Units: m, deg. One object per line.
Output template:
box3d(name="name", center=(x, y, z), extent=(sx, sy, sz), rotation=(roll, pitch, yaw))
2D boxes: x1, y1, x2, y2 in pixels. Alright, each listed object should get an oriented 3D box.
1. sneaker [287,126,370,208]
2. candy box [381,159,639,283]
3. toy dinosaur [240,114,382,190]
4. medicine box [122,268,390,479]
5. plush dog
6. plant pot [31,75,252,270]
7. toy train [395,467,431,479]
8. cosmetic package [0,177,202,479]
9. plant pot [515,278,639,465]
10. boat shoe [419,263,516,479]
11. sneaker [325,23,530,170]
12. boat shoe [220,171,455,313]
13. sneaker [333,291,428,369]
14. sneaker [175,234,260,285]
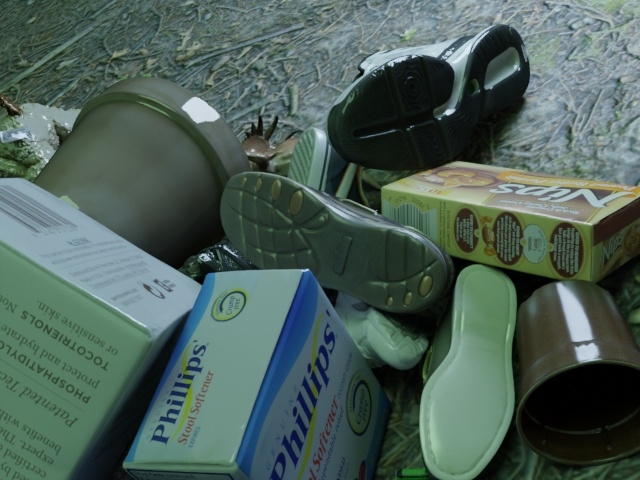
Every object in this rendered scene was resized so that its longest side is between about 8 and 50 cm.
box3d(name="sneaker", center=(0.000, 0.000, 1.445), extent=(0.126, 0.127, 0.321), rotation=(0, 74, 64))
box3d(name="candy box", center=(0.260, -0.033, 1.303), extent=(0.316, 0.087, 0.183), rotation=(14, 25, 38))
box3d(name="toy dinosaur", center=(-0.039, -0.139, 1.626), extent=(0.296, 0.127, 0.200), rotation=(-2, 25, 14))
box3d(name="medicine box", center=(-0.056, 0.222, 1.129), extent=(0.149, 0.289, 0.263), rotation=(-4, 47, 27))
box3d(name="plush dog", center=(-0.622, -0.177, 1.971), extent=(0.225, 0.211, 0.262), rotation=(-35, 30, 37))
box3d(name="plant pot", center=(-0.308, -0.053, 1.478), extent=(0.323, 0.323, 0.280), rotation=(1, 30, 31))
box3d(name="toy train", center=(0.128, 0.283, 1.165), extent=(0.083, 0.023, 0.017), rotation=(-7, 45, 24))
box3d(name="cosmetic package", center=(-0.385, 0.168, 1.166), extent=(0.393, 0.327, 0.329), rotation=(-59, -3, 7))
box3d(name="plant pot", center=(0.300, 0.142, 1.115), extent=(0.167, 0.167, 0.165), rotation=(-17, 35, 15))
box3d(name="boat shoe", center=(0.180, 0.173, 1.196), extent=(0.109, 0.091, 0.305), rotation=(17, 53, 1))
box3d(name="sneaker", center=(0.116, -0.211, 1.531), extent=(0.257, 0.169, 0.447), rotation=(-4, 19, 46))
box3d(name="boat shoe", center=(0.021, 0.007, 1.302), extent=(0.355, 0.130, 0.132), rotation=(26, 100, 27))
box3d(name="sneaker", center=(0.065, 0.142, 1.283), extent=(0.115, 0.090, 0.232), rotation=(-61, 18, 2))
box3d(name="sneaker", center=(-0.134, 0.011, 1.421), extent=(0.087, 0.130, 0.227), rotation=(-26, 50, 59))
